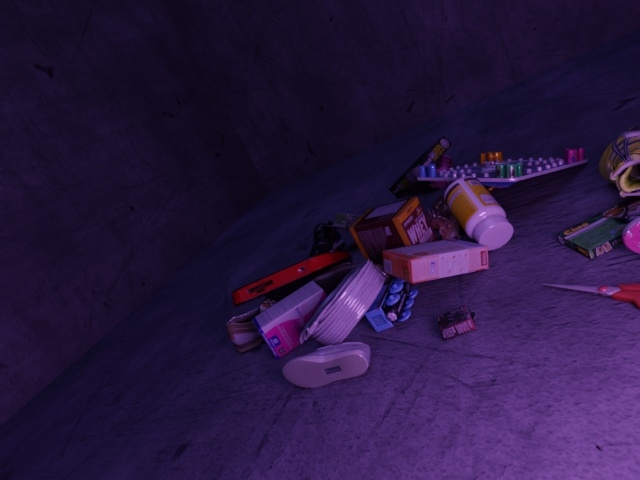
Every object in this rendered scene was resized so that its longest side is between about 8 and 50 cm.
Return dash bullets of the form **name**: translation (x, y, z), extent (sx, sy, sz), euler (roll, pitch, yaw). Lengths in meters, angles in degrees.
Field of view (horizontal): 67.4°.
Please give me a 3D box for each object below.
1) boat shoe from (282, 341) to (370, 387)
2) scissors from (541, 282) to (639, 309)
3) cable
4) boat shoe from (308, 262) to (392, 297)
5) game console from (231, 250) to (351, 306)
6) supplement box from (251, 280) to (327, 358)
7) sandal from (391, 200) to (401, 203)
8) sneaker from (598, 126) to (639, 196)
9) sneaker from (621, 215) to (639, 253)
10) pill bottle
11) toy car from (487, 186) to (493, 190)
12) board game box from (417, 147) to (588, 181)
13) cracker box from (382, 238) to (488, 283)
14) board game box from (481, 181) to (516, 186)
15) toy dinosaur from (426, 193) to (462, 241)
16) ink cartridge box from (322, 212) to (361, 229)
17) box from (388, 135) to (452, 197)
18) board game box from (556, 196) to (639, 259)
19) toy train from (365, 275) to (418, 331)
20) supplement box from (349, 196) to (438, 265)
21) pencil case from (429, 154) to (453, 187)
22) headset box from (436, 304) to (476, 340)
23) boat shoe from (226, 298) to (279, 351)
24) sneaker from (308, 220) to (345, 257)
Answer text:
- **boat shoe**: translation (0.019, 0.295, 1.158), extent (0.227, 0.079, 0.081), euler (-16, 11, 23)
- **scissors**: translation (0.554, 0.101, 0.916), extent (0.297, 0.021, 0.109), euler (-8, 28, 48)
- **cable**: translation (0.068, 0.167, 1.263), extent (0.257, 0.089, 0.257), euler (-50, -1, 15)
- **boat shoe**: translation (0.099, 0.113, 1.477), extent (0.324, 0.123, 0.116), euler (-12, 19, 46)
- **game console**: translation (-0.097, 0.132, 1.706), extent (0.386, 0.060, 0.342), euler (-23, -8, 17)
- **supplement box**: translation (-0.074, 0.231, 1.423), extent (0.220, 0.111, 0.114), euler (-33, 17, -11)
- **sandal**: translation (0.312, -0.114, 1.878), extent (0.101, 0.076, 0.265), euler (-27, 16, 7)
- **sneaker**: translation (0.743, -0.179, 1.137), extent (0.147, 0.145, 0.384), euler (-32, -2, 8)
- **sneaker**: translation (0.723, -0.044, 0.958), extent (0.252, 0.103, 0.111), euler (-20, 13, 8)
- **pill bottle**: translation (0.443, -0.077, 1.352), extent (0.119, 0.119, 0.209), euler (-27, 44, 7)
- **toy car**: translation (0.569, -0.203, 1.746), extent (0.040, 0.060, 0.122), euler (-40, 20, -27)
- **board game box**: translation (0.586, -0.250, 1.578), extent (0.389, 0.051, 0.389), euler (-15, 14, -30)
- **cracker box**: translation (0.301, 0.051, 1.272), extent (0.232, 0.067, 0.155), euler (-9, 10, -18)
- **board game box**: translation (0.637, -0.212, 1.693), extent (0.168, 0.033, 0.133), euler (-27, 35, -24)
- **toy dinosaur**: translation (0.418, -0.096, 1.581), extent (0.200, 0.127, 0.296), euler (-34, 10, 8)
- **ink cartridge box**: translation (0.119, -0.068, 1.873), extent (0.209, 0.062, 0.109), euler (11, 1, -24)
- **box**: translation (0.437, -0.320, 2.119), extent (0.216, 0.060, 0.270), euler (-47, 2, -25)
- **board game box**: translation (0.700, -0.046, 1.106), extent (0.259, 0.030, 0.136), euler (-28, 18, 5)
- **toy train**: translation (0.188, 0.158, 1.268), extent (0.105, 0.080, 0.184), euler (-26, 15, 32)
- **supplement box**: translation (0.231, -0.005, 1.476), extent (0.194, 0.191, 0.129), euler (-13, 23, 46)
- **pencil case**: translation (0.521, -0.297, 2.070), extent (0.098, 0.095, 0.209), euler (-52, 0, 32)
- **headset box**: translation (0.307, 0.182, 1.073), extent (0.083, 0.032, 0.062), euler (-26, 16, 17)
- **boat shoe**: translation (-0.159, 0.246, 1.534), extent (0.302, 0.103, 0.113), euler (-29, 16, 2)
- **sneaker**: translation (0.000, 0.000, 1.893), extent (0.107, 0.124, 0.283), euler (-24, 6, 21)
